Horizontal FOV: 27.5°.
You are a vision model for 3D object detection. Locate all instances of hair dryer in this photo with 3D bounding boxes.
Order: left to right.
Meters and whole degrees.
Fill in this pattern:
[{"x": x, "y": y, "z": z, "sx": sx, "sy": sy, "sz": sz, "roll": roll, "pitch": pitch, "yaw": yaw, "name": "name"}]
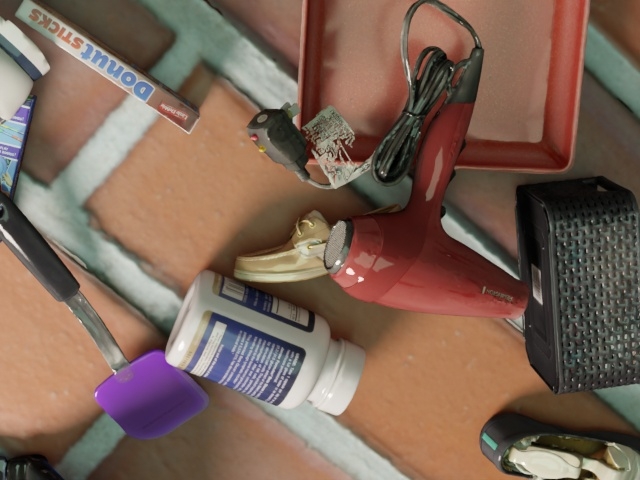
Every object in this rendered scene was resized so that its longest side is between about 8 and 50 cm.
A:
[{"x": 0.095, "y": -0.040, "z": 1.142, "sx": 0.224, "sy": 0.080, "sz": 0.293, "roll": -32, "pitch": 109, "yaw": -3, "name": "hair dryer"}]

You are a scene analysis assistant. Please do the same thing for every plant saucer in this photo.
[{"x": 0.109, "y": -0.195, "z": 1.176, "sx": 0.259, "sy": 0.048, "sz": 0.259, "roll": 2, "pitch": 103, "yaw": -6, "name": "plant saucer"}]

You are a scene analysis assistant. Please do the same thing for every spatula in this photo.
[{"x": -0.215, "y": 0.070, "z": 1.195, "sx": 0.084, "sy": 0.030, "sz": 0.296, "roll": -35, "pitch": 109, "yaw": 3, "name": "spatula"}]

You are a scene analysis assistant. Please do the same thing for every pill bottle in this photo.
[{"x": -0.049, "y": 0.099, "z": 1.200, "sx": 0.169, "sy": 0.094, "sz": 0.094, "roll": 23, "pitch": 99, "yaw": -10, "name": "pill bottle"}]

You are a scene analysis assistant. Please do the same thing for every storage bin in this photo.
[{"x": 0.237, "y": 0.039, "z": 1.202, "sx": 0.084, "sy": 0.122, "sz": 0.180, "roll": -8, "pitch": 103, "yaw": -4, "name": "storage bin"}]

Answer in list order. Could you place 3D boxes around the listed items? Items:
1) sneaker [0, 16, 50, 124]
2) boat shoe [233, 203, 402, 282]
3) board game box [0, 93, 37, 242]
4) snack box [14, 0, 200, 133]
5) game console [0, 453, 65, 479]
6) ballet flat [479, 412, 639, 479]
[{"x": -0.343, "y": -0.190, "z": 1.095, "sx": 0.235, "sy": 0.090, "sz": 0.095, "roll": 40, "pitch": 85, "yaw": -3, "name": "sneaker"}, {"x": 0.000, "y": 0.000, "z": 1.204, "sx": 0.170, "sy": 0.063, "sz": 0.059, "roll": -10, "pitch": 101, "yaw": -13, "name": "boat shoe"}, {"x": -0.366, "y": -0.087, "z": 1.157, "sx": 0.201, "sy": 0.035, "sz": 0.136, "roll": 14, "pitch": 101, "yaw": -9, "name": "board game box"}, {"x": -0.184, "y": -0.155, "z": 1.145, "sx": 0.178, "sy": 0.064, "sz": 0.022, "roll": 34, "pitch": 95, "yaw": -12, "name": "snack box"}, {"x": -0.323, "y": 0.356, "z": 1.198, "sx": 0.173, "sy": 0.250, "sz": 0.293, "roll": -3, "pitch": 105, "yaw": -32, "name": "game console"}, {"x": 0.254, "y": 0.218, "z": 1.271, "sx": 0.203, "sy": 0.074, "sz": 0.074, "roll": 14, "pitch": 101, "yaw": -9, "name": "ballet flat"}]
